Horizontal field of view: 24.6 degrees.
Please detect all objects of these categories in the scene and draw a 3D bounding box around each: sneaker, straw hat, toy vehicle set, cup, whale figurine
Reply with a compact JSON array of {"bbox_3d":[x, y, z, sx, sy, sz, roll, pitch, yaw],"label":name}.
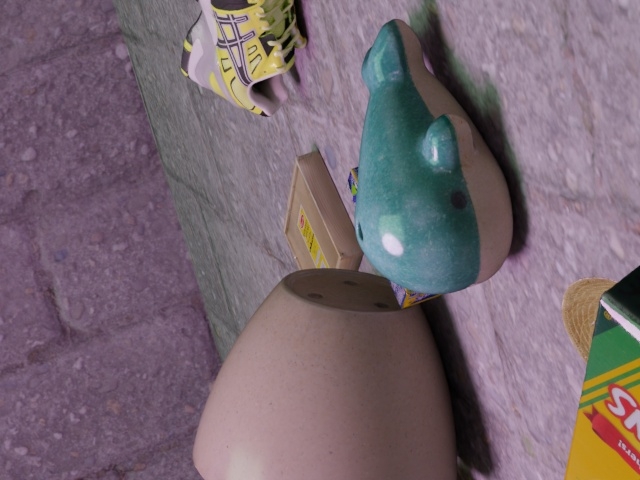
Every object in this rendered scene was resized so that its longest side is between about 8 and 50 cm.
[{"bbox_3d":[-0.077,-0.303,1.894,0.147,0.145,0.385,36,156,9],"label":"sneaker"},{"bbox_3d":[0.260,0.067,1.122,0.144,0.061,0.144,37,152,24],"label":"straw hat"},{"bbox_3d":[0.000,0.000,2.140,0.267,0.035,0.166,104,145,-67],"label":"toy vehicle set"},{"bbox_3d":[0.022,0.170,1.799,0.331,0.331,0.237,-137,53,-64],"label":"cup"},{"bbox_3d":[0.085,-0.076,1.456,0.216,0.141,0.272,133,118,-76],"label":"whale figurine"}]

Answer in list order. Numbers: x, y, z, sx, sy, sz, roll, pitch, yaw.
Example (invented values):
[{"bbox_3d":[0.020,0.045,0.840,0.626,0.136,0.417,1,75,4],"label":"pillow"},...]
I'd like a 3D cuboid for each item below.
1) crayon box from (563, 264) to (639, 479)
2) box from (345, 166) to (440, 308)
[{"bbox_3d":[0.279,0.172,1.046,0.202,0.081,0.319,41,154,30],"label":"crayon box"},{"bbox_3d":[0.089,-0.011,1.710,0.054,0.059,0.169,106,142,-67],"label":"box"}]
